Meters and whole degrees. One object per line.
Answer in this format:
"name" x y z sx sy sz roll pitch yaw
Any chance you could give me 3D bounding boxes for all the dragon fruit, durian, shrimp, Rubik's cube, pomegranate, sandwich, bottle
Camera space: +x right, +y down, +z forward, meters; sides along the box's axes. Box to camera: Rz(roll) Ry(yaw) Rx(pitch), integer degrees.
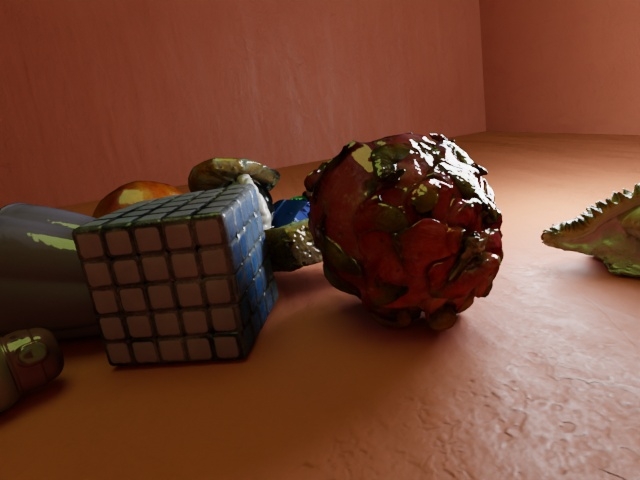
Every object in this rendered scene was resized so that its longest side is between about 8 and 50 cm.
"dragon fruit" 0.141 0.015 0.716 0.314 0.296 0.263 -13 50 -25
"durian" 0.544 -0.010 0.767 0.306 0.166 0.172 13 -3 41
"shrimp" -0.271 -0.158 1.449 0.272 0.085 0.445 -6 -15 -13
"Rubik's cube" -0.220 0.047 0.772 0.238 0.237 0.237 -6 15 7
"pomegranate" -0.425 -0.011 1.138 0.252 0.229 0.270 -20 62 -36
"sandwich" -0.001 -0.005 0.978 0.288 0.100 0.254 -15 0 -25
"bottle" -0.483 0.198 0.629 0.233 0.110 0.110 -22 20 -37

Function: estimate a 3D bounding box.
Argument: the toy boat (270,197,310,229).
"toy boat" -0.103 -0.063 1.348 0.129 0.088 0.295 -57 29 -12

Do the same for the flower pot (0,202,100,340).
"flower pot" -0.463 0.066 0.845 0.243 0.265 0.265 3 18 14

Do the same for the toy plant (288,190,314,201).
"toy plant" -0.040 -0.095 1.441 0.200 0.105 0.143 -31 40 -5

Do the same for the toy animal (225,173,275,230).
"toy animal" -0.226 -0.074 1.262 0.204 0.156 0.208 -38 15 2
